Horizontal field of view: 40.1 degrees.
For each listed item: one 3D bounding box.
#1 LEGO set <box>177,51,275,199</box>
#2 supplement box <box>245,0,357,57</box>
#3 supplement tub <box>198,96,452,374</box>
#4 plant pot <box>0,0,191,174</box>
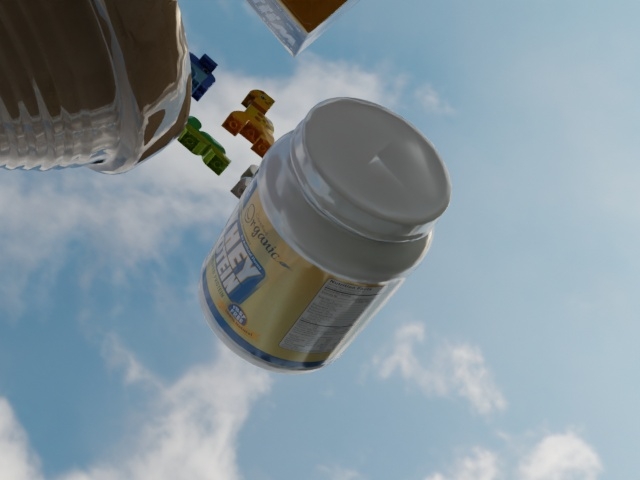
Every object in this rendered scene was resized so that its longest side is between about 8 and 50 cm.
[{"bbox_3d":[-0.104,-0.135,0.940,0.227,0.093,0.087,41,-60,-9],"label":"LEGO set"},{"bbox_3d":[0.006,-0.329,0.994,0.191,0.194,0.129,-41,-83,-1],"label":"supplement box"},{"bbox_3d":[0.000,0.000,0.694,0.144,0.144,0.199,1,-38,-31],"label":"supplement tub"},{"bbox_3d":[-0.173,-0.115,0.383,0.110,0.237,0.237,-37,-60,-24],"label":"plant pot"}]
